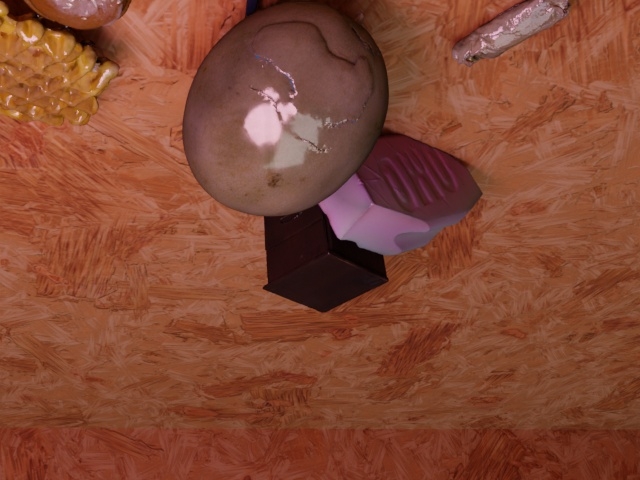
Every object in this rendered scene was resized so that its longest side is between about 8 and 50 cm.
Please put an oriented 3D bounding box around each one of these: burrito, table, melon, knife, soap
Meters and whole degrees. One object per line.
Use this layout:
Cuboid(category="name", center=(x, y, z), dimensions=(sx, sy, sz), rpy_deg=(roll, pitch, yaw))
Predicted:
Cuboid(category="burrito", center=(0.284, -0.312, 1.191), dimensions=(0.188, 0.045, 0.058), rpy_deg=(-27, 150, 29))
Cuboid(category="table", center=(0.000, 0.000, 1.518), dimensions=(0.169, 0.193, 0.172), rpy_deg=(-29, 142, 34))
Cuboid(category="melon", center=(-0.045, -0.189, 1.137), dimensions=(0.268, 0.269, 0.330), rpy_deg=(19, 123, -34))
Cuboid(category="knife", center=(-0.089, -0.345, 1.092), dimensions=(0.018, 0.031, 0.121), rpy_deg=(0, 150, -12))
Cuboid(category="soap", center=(0.140, -0.084, 1.406), dimensions=(0.323, 0.193, 0.109), rpy_deg=(-12, 158, -48))

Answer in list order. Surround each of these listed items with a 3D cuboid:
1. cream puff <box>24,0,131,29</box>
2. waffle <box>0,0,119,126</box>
Cuboid(category="cream puff", center=(-0.298, -0.340, 0.985), dimensions=(0.150, 0.115, 0.165), rpy_deg=(-7, 140, -1))
Cuboid(category="waffle", center=(-0.453, -0.242, 1.119), dimensions=(0.329, 0.062, 0.329), rpy_deg=(3, 163, 1))
